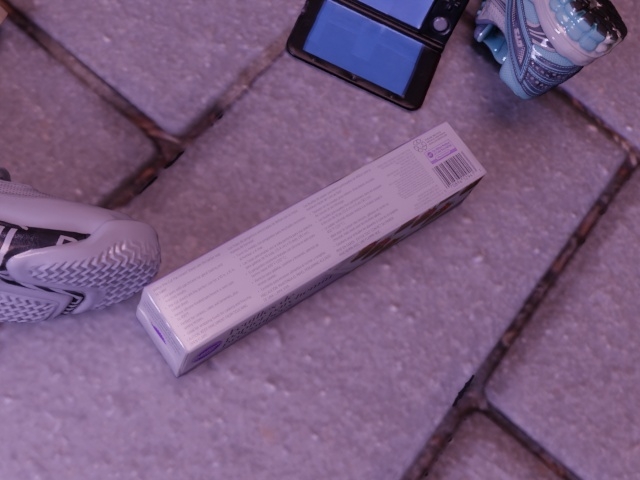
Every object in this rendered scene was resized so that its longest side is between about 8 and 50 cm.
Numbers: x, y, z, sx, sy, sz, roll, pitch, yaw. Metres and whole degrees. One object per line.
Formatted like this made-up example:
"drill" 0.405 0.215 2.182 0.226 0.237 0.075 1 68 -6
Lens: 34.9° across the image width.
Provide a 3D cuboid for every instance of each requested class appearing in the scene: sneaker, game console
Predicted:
"sneaker" -0.300 -0.059 0.748 0.366 0.137 0.210 3 68 -12
"sneaker" 0.195 -0.249 1.009 0.110 0.122 0.283 30 34 -26
"game console" 0.059 -0.216 0.967 0.144 0.124 0.085 24 34 -5

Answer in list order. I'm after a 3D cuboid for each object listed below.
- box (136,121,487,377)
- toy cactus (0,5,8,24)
"box" 0.000 0.000 0.856 0.324 0.063 0.067 -31 77 -27
"toy cactus" -0.353 -0.224 0.849 0.180 0.112 0.219 35 56 -20
